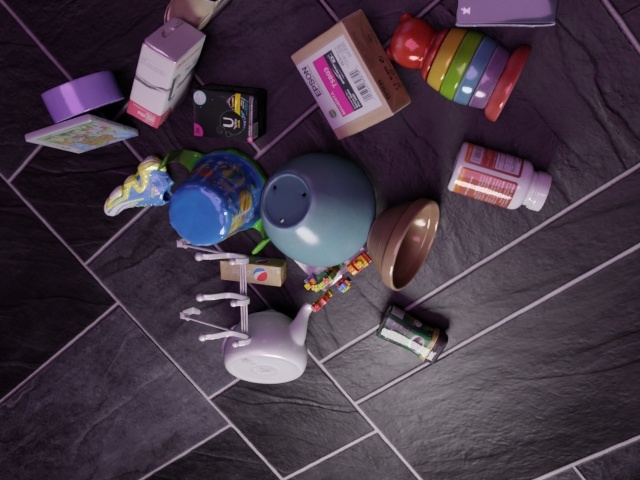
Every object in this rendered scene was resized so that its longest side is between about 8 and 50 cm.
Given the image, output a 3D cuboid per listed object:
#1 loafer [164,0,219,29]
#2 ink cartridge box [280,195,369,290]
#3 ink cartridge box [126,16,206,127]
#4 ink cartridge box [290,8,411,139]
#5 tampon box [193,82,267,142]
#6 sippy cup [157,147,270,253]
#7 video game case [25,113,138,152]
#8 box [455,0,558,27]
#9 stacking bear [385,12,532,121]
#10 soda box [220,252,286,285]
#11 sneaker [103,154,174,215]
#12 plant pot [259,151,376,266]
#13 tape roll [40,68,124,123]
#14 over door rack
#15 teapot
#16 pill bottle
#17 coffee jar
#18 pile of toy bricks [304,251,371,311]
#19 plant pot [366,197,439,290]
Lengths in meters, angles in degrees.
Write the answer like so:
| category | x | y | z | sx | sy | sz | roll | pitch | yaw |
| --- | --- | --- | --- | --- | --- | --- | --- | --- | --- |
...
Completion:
| category | x | y | z | sx | sy | sz | roll | pitch | yaw |
| --- | --- | --- | --- | --- | --- | --- | --- | --- | --- |
| loafer | -0.287 | -0.584 | 1.448 | 0.268 | 0.092 | 0.102 | -37 | 99 | 25 |
| ink cartridge box | 0.000 | 0.000 | 1.644 | 0.225 | 0.056 | 0.181 | 47 | 116 | -1 |
| ink cartridge box | -0.374 | -0.406 | 1.478 | 0.092 | 0.159 | 0.218 | 29 | 136 | -3 |
| ink cartridge box | 0.067 | -0.373 | 1.401 | 0.193 | 0.088 | 0.235 | -17 | 109 | 50 |
| tampon box | -0.227 | -0.323 | 1.537 | 0.160 | 0.101 | 0.121 | 8 | 114 | 12 |
| sippy cup | -0.273 | -0.099 | 1.577 | 0.305 | 0.224 | 0.240 | 9 | 115 | 11 |
| video game case | -0.630 | -0.280 | 1.621 | 0.212 | 0.193 | 0.023 | -12 | 85 | 20 |
| box | 0.356 | -0.588 | 1.146 | 0.178 | 0.312 | 0.343 | 4 | 114 | 14 |
| stacking bear | 0.289 | -0.395 | 1.340 | 0.289 | 0.164 | 0.175 | 27 | 117 | 8 |
| soda box | -0.190 | 0.082 | 1.722 | 0.181 | 0.058 | 0.061 | 6 | 114 | 12 |
| sneaker | -0.501 | -0.122 | 1.705 | 0.126 | 0.091 | 0.240 | 46 | 115 | -7 |
| plant pot | -0.036 | -0.084 | 1.470 | 0.290 | 0.195 | 0.290 | -2 | 85 | 27 |
| tape roll | -0.612 | -0.372 | 1.575 | 0.188 | 0.189 | 0.080 | -14 | 107 | 20 |
| over door rack | -0.309 | 0.136 | 1.644 | 0.324 | 0.108 | 0.240 | 13 | 107 | 48 |
| teapot | -0.156 | 0.284 | 1.736 | 0.255 | 0.187 | 0.253 | 5 | 146 | -6 |
| pill bottle | 0.417 | -0.144 | 1.424 | 0.216 | 0.121 | 0.121 | 19 | 116 | 7 |
| coffee jar | 0.251 | 0.257 | 1.662 | 0.184 | 0.079 | 0.096 | 28 | 114 | 3 |
| pile of toy bricks | 0.023 | 0.095 | 1.583 | 0.118 | 0.105 | 0.212 | 47 | 116 | -2 |
| plant pot | 0.191 | -0.006 | 1.499 | 0.109 | 0.237 | 0.237 | 27 | 119 | 26 |
